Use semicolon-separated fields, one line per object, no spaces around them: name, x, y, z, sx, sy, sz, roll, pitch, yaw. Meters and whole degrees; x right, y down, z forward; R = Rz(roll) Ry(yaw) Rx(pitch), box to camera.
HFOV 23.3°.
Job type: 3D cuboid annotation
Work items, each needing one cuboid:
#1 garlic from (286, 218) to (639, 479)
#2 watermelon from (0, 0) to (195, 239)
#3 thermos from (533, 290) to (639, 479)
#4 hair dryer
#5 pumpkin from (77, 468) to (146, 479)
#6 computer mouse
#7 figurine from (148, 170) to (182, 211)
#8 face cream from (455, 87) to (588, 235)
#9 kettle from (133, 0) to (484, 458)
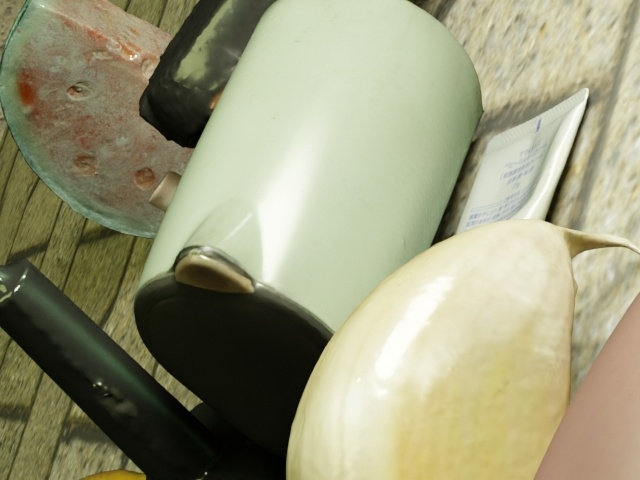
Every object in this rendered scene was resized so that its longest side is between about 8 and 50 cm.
garlic;0.068;0.097;0.779;0.145;0.164;0.245;77;-155;-71
watermelon;-0.201;-0.160;1.617;0.226;0.318;0.148;-15;38;15
thermos;0.160;0.079;0.593;0.176;0.146;0.265;92;-160;-71
hair dryer;-0.100;0.138;0.962;0.116;0.302;0.244;-43;23;2
pumpkin;-0.231;0.347;1.306;0.169;0.148;0.312;-46;26;39
computer mouse;-0.008;-0.194;1.156;0.323;0.116;0.183;-52;10;12
figurine;-0.058;0.025;1.174;0.236;0.141;0.162;-94;25;-48
face cream;0.098;0.015;0.926;0.114;0.070;0.224;-27;33;61
kettle;0.000;0.000;0.993;0.240;0.165;0.255;70;-148;-46
